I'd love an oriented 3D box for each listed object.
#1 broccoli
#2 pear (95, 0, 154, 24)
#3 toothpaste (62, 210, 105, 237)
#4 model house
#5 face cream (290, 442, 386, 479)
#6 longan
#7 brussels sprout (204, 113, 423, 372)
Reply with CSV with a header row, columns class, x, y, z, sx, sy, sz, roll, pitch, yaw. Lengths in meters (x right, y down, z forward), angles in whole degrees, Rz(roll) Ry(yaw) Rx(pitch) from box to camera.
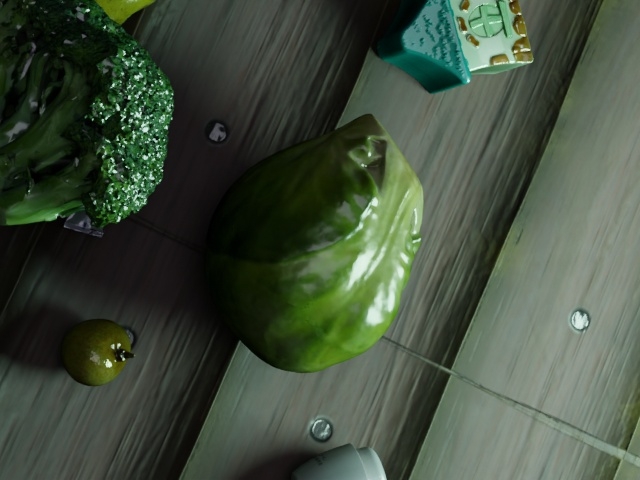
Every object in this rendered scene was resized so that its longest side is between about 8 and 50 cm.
class,x,y,z,sx,sy,sz,roll,pitch,yaw
broccoli,-0.266,-0.124,1.585,0.245,0.294,0.265,-46,131,-28
pear,-0.239,-0.279,1.693,0.141,0.104,0.141,26,38,-23
toothpaste,-0.232,-0.089,1.728,0.045,0.028,0.170,17,84,-24
model house,0.146,-0.237,1.841,0.149,0.100,0.127,-16,93,-19
face cream,0.021,0.272,1.773,0.095,0.091,0.091,-14,92,-13
longan,-0.230,0.118,1.691,0.075,0.083,0.075,-14,107,-57
brussels sprout,0.000,0.000,1.707,0.210,0.219,0.271,40,90,-18
